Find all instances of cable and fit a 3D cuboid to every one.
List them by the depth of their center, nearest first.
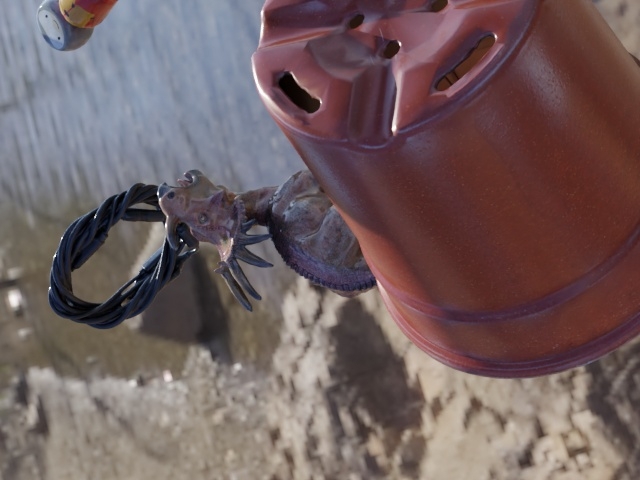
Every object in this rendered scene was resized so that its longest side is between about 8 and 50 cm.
[{"bbox_3d":[-0.225,0.020,1.573,0.047,0.184,0.150,44,164,41],"label":"cable"}]

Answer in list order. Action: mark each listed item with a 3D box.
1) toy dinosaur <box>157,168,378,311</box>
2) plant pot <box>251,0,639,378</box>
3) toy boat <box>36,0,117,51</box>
[{"bbox_3d":[0.000,0.000,1.365,0.296,0.200,0.127,19,135,42],"label":"toy dinosaur"},{"bbox_3d":[0.102,-0.082,0.959,0.265,0.272,0.272,45,-171,-49],"label":"plant pot"},{"bbox_3d":[-0.264,-0.379,1.621,0.148,0.267,0.318,-27,54,54],"label":"toy boat"}]
